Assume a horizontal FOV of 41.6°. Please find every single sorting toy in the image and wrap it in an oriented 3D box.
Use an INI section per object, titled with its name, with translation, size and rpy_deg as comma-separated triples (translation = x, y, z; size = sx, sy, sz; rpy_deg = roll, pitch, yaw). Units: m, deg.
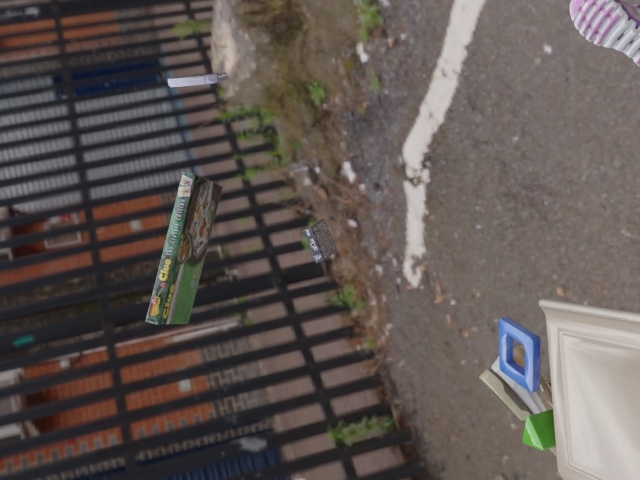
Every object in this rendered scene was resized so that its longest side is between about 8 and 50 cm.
[sorting toy]
translation = 0.274, 0.151, 0.755
size = 0.348, 0.047, 0.196
rpy_deg = -176, 76, -71

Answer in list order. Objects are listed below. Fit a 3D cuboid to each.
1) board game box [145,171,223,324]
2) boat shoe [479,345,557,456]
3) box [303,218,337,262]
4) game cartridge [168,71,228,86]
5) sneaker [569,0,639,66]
[board game box]
translation = -0.234, 0.018, 1.463
size = 0.136, 0.030, 0.259
rpy_deg = 28, -104, -78
[boat shoe]
translation = 0.420, 0.313, 1.571
size = 0.302, 0.103, 0.113
rpy_deg = 46, 178, -32
[box]
translation = 0.000, 0.000, 1.571
size = 0.067, 0.018, 0.083
rpy_deg = 67, -159, -6
[game cartridge]
translation = -0.191, -0.250, 1.309
size = 0.056, 0.083, 0.017
rpy_deg = -36, -58, -70
[sneaker]
translation = 0.593, -0.424, 1.636
size = 0.095, 0.236, 0.104
rpy_deg = -53, 8, 53
